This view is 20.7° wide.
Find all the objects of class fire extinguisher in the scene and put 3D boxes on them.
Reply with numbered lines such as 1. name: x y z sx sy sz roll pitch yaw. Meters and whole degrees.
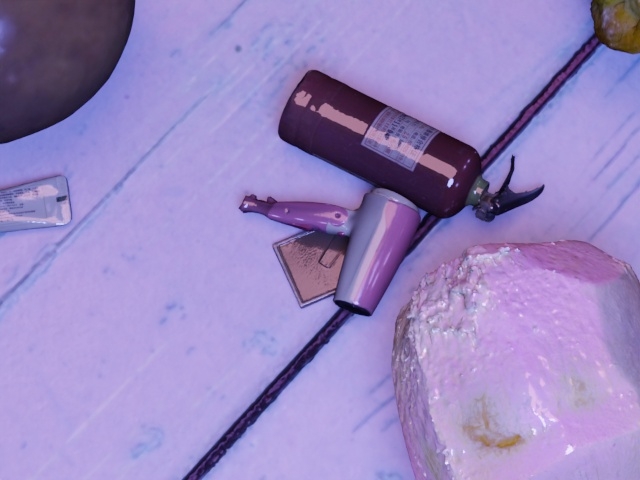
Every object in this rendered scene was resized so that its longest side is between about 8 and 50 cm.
1. fire extinguisher: 0.084 -0.080 1.551 0.231 0.071 0.099 26 46 11

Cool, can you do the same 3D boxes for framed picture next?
1. framed picture: 0.010 0.015 1.549 0.089 0.007 0.066 -24 70 -6

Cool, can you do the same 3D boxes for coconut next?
1. coconut: 0.168 0.136 1.378 0.233 0.233 0.245 -14 66 -2

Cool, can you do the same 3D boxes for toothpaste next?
1. toothpaste: -0.321 -0.020 1.571 0.197 0.029 0.048 -10 73 -3

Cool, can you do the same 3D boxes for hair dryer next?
1. hair dryer: 0.000 -0.007 1.536 0.154 0.054 0.106 22 77 21

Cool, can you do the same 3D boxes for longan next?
1. longan: -0.308 -0.221 1.531 0.300 0.243 0.300 8 65 -19

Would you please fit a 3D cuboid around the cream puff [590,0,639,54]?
1. cream puff: 0.322 -0.251 1.526 0.244 0.196 0.244 24 34 -17
